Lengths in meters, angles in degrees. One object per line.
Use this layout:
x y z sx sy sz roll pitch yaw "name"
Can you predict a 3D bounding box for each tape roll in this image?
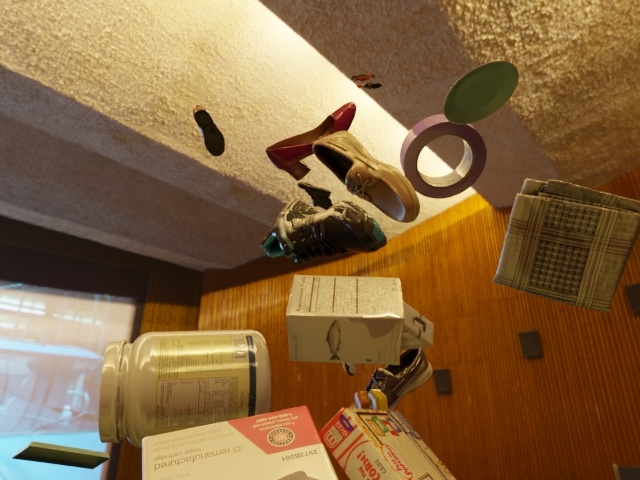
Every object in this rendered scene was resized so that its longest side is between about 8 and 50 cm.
0.413 -0.283 1.505 0.275 0.090 0.275 0 -58 -1 "tape roll"

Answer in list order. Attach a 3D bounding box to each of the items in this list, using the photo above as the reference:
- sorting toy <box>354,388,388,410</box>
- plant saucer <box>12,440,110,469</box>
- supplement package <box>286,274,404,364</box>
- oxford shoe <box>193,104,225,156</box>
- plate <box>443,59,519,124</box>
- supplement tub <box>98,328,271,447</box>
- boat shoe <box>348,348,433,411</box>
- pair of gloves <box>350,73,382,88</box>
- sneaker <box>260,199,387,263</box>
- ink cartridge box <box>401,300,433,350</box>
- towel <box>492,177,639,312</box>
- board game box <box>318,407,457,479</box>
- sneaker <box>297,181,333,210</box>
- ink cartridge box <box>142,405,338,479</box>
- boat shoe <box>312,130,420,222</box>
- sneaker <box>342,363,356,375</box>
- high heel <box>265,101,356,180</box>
0.133 0.437 0.841 0.041 0.307 0.229 6 -30 -22 "sorting toy"
-0.581 0.487 1.002 0.067 0.018 0.192 -35 -44 16 "plant saucer"
0.041 0.129 0.725 0.179 0.105 0.105 1 -57 4 "supplement package"
-0.405 -0.402 1.614 0.076 0.076 0.212 -24 -41 -9 "oxford shoe"
0.381 -0.357 1.065 0.188 0.024 0.188 -13 -31 -8 "plate"
-0.286 0.314 0.958 0.325 0.235 0.235 2 -22 -18 "supplement tub"
0.167 0.365 1.123 0.285 0.092 0.103 -27 13 -27 "boat shoe"
0.125 -0.436 1.220 0.074 0.010 0.083 5 -5 30 "pair of gloves"
0.000 0.000 0.938 0.341 0.139 0.125 6 -41 55 "sneaker"
0.173 0.189 0.979 0.099 0.056 0.135 -19 -43 39 "ink cartridge box"
0.668 0.010 1.203 0.312 0.324 0.056 16 14 21 "towel"
0.097 0.271 0.524 0.045 0.147 0.193 -48 -35 4 "board game box"
-0.021 -0.176 1.810 0.170 0.089 0.051 16 20 -6 "sneaker"
-0.057 0.275 0.374 0.172 0.237 0.100 -4 -64 -21 "ink cartridge box"
0.110 -0.156 1.149 0.110 0.341 0.121 -24 -34 -33 "boat shoe"
0.082 0.289 1.128 0.044 0.109 0.040 -11 -19 38 "sneaker"
-0.030 -0.408 1.661 0.181 0.377 0.127 37 4 -37 "high heel"
